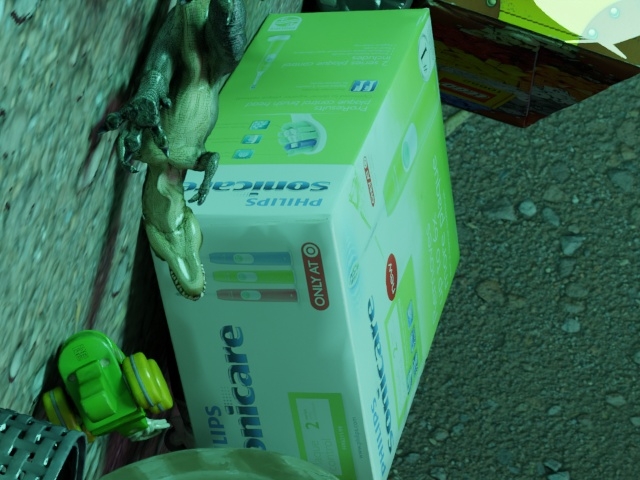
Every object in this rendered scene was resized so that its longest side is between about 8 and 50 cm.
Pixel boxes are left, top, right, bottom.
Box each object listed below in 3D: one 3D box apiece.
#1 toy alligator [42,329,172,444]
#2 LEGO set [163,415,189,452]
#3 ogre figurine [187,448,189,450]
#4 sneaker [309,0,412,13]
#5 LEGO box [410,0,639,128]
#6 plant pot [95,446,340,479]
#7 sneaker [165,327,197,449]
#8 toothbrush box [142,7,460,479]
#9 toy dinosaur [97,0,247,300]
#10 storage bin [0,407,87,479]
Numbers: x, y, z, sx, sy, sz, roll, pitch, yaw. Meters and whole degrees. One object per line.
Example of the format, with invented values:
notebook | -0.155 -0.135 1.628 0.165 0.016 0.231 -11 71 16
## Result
toy alligator | -0.113 0.077 1.006 0.190 0.056 0.051 71 -4 -81
LEGO set | -0.045 0.206 1.513 0.287 0.107 0.132 81 -13 -74
ogre figurine | -0.055 0.187 1.302 0.097 0.118 0.197 50 60 -34
sneaker | 0.023 -0.124 1.482 0.106 0.101 0.267 -26 133 -86
LEGO box | 0.215 -0.381 1.664 0.372 0.193 0.500 156 -48 -81
plant pot | -0.055 0.286 1.105 0.323 0.323 0.280 -63 153 -61
sneaker | -0.070 0.066 1.302 0.170 0.063 0.075 -82 164 -45
toothbrush box | 0.000 0.000 1.222 0.283 0.122 0.206 -63 149 -55
toy dinosaur | -0.063 -0.096 0.939 0.118 0.064 0.268 -79 -177 -79
storage bin | -0.151 0.147 0.639 0.180 0.084 0.122 -69 173 -45
